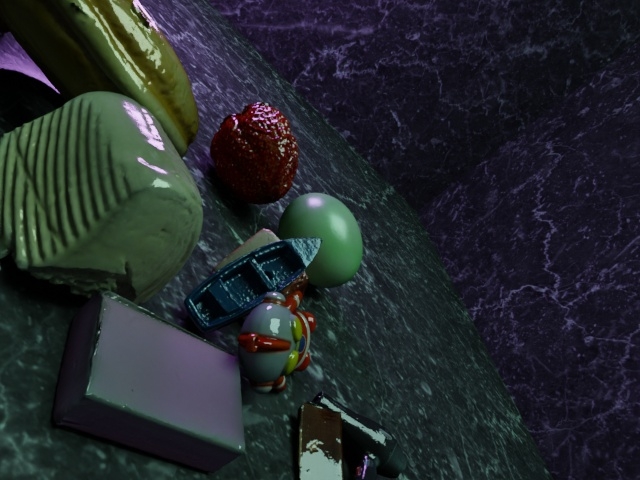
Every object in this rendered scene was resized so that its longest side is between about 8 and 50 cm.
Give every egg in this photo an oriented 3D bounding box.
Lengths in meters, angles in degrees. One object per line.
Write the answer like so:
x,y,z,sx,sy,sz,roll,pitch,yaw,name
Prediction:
0.000,0.000,1.451,0.220,0.220,0.270,16,49,-60,egg

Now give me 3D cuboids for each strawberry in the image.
-0.172,-0.216,1.431,0.250,0.238,0.288,59,13,-60,strawberry

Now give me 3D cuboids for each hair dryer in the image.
0.056,0.427,1.013,0.235,0.091,0.272,40,23,-4,hair dryer

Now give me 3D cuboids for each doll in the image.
-0.072,0.183,0.977,0.336,0.105,0.200,42,58,-73,doll

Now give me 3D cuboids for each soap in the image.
-0.226,0.202,0.756,0.259,0.081,0.181,38,23,-37,soap

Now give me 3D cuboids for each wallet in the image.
0.000,0.383,0.972,0.095,0.026,0.176,19,38,-18,wallet

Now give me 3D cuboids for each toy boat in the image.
-0.116,0.074,1.015,0.299,0.062,0.096,-31,73,-28,toy boat

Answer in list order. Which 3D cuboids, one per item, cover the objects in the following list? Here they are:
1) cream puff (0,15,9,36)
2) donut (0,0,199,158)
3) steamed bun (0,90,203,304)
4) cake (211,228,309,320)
-0.630,-0.478,1.010,0.156,0.156,0.121,31,9,-46,cream puff
-0.399,-0.328,0.995,0.449,0.198,0.449,46,-13,14,donut
-0.315,-0.055,0.838,0.290,0.273,0.272,63,6,22,steamed bun
-0.094,0.071,1.195,0.158,0.159,0.262,52,17,11,cake
